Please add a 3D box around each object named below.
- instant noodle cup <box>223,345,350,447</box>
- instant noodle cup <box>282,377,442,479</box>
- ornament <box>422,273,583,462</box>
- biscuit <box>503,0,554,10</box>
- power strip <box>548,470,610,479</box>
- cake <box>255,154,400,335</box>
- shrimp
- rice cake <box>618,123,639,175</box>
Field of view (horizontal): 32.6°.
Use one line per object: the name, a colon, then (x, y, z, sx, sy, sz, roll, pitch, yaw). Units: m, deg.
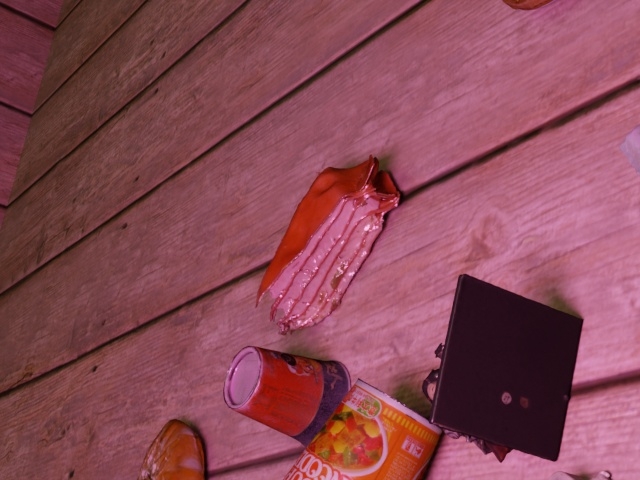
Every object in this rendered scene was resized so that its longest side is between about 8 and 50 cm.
instant noodle cup: (-0.049, 0.199, 1.448, 0.127, 0.136, 0.127, -37, 41, 41)
instant noodle cup: (0.046, 0.264, 1.237, 0.185, 0.168, 0.168, -59, 28, -5)
ornament: (0.148, 0.148, 1.165, 0.196, 0.153, 0.166, -21, 51, 65)
biscuit: (0.295, -0.378, 1.361, 0.181, 0.049, 0.208, -1, 69, 59)
power strip: (0.212, 0.342, 1.005, 0.270, 0.046, 0.118, -64, 29, 4)
cake: (0.005, 0.003, 1.542, 0.287, 0.098, 0.135, -57, 32, 10)
shrimp: (-0.266, 0.490, 1.674, 0.272, 0.085, 0.445, -47, 32, 42)
rice cake: (0.362, -0.056, 1.032, 0.085, 0.040, 0.226, -55, 31, 22)
